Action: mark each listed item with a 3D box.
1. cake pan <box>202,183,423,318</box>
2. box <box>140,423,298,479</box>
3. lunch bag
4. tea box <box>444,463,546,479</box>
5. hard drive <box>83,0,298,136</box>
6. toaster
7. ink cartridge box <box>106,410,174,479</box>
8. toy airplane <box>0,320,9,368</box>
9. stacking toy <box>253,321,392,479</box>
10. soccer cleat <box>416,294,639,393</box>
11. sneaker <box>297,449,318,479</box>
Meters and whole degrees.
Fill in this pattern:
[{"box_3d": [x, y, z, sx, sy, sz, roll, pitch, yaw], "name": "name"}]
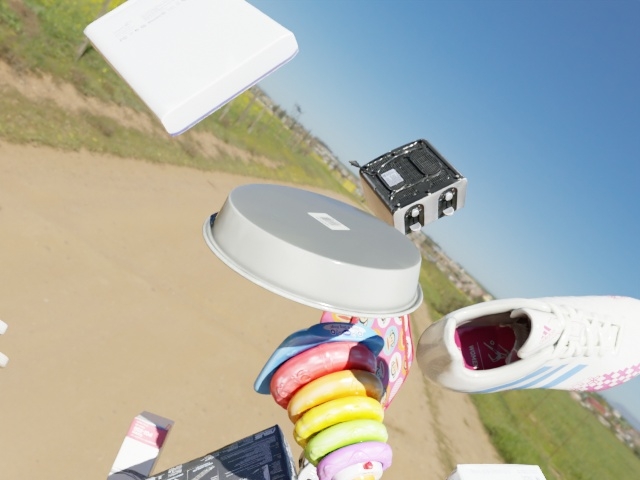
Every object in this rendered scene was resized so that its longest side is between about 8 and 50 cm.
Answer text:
[{"box_3d": [0.000, 0.000, 0.763, 0.294, 0.054, 0.293, 17, 18, -6], "name": "cake pan"}, {"box_3d": [-0.184, 0.466, 1.016, 0.242, 0.308, 0.076, -121, -170, -66], "name": "box"}, {"box_3d": [0.116, 0.208, 1.309, 0.120, 0.258, 0.292, 8, -58, 32], "name": "lunch bag"}, {"box_3d": [0.300, 0.637, 1.083, 0.220, 0.329, 0.323, 12, 35, -29], "name": "tea box"}, {"box_3d": [-0.203, -0.294, 0.884, 0.318, 0.210, 0.040, 46, -12, 38], "name": "hard drive"}, {"box_3d": [0.179, -0.109, 1.218, 0.185, 0.168, 0.110, 56, -12, 40], "name": "toaster"}, {"box_3d": [-0.445, 0.538, 1.456, 0.092, 0.217, 0.158, 21, -12, -4], "name": "ink cartridge box"}, {"box_3d": [-0.924, 0.180, 1.383, 0.386, 0.272, 0.384, 39, -21, -5], "name": "toy airplane"}, {"box_3d": [0.033, 0.275, 0.819, 0.175, 0.165, 0.301, 9, 43, -30], "name": "stacking toy"}, {"box_3d": [0.282, 0.121, 0.714, 0.143, 0.332, 0.115, 97, -16, -64], "name": "soccer cleat"}, {"box_3d": [-0.018, 0.526, 1.338, 0.079, 0.121, 0.217, 33, 43, 0], "name": "sneaker"}]
